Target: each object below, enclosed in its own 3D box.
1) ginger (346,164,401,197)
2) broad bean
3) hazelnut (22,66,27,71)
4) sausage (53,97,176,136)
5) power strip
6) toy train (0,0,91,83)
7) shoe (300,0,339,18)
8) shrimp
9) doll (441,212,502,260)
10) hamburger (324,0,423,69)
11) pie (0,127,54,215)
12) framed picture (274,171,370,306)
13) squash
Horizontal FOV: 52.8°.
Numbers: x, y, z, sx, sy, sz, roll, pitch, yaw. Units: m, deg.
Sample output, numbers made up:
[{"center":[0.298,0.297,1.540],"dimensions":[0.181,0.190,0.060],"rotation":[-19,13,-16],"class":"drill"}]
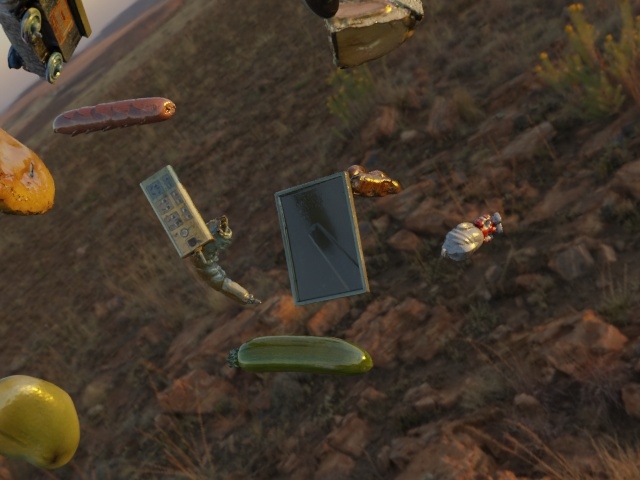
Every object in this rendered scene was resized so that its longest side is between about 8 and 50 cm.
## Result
[{"center":[0.133,-0.154,1.750],"dimensions":[0.103,0.162,0.073],"rotation":[54,130,51],"class":"ginger"},{"center":[-0.664,0.419,1.485],"dimensions":[0.121,0.263,0.189],"rotation":[22,64,47],"class":"broad bean"},{"center":[-0.683,-0.440,1.545],"dimensions":[0.086,0.086,0.086],"rotation":[-29,26,16],"class":"hazelnut"},{"center":[-0.643,-0.378,1.968],"dimensions":[0.433,0.088,0.088],"rotation":[-6,34,16],"class":"sausage"},{"center":[-0.342,-0.056,1.568],"dimensions":[0.092,0.268,0.034],"rotation":[-32,-9,4],"class":"power strip"},{"center":[-0.610,-0.481,1.388],"dimensions":[0.299,0.131,0.202],"rotation":[120,171,-72],"class":"toy train"},{"center":[0.003,-0.449,1.114],"dimensions":[0.071,0.169,0.099],"rotation":[-32,48,-5],"class":"shoe"},{"center":[-0.297,0.070,1.861],"dimensions":[0.185,0.287,0.068],"rotation":[-3,25,34],"class":"shrimp"},{"center":[0.344,-0.007,1.471],"dimensions":[0.180,0.094,0.079],"rotation":[-27,33,-18],"class":"doll"},{"center":[0.113,-0.462,1.381],"dimensions":[0.208,0.155,0.135],"rotation":[-15,61,5],"class":"hamburger"},{"center":[-0.549,-0.147,1.052],"dimensions":[0.069,0.273,0.273],"rotation":[-40,24,3],"class":"pie"},{"center":[0.000,0.000,1.712],"dimensions":[0.240,0.324,0.020],"rotation":[-15,-8,32],"class":"framed picture"},{"center":[-0.039,0.197,1.110],"dimensions":[0.258,0.069,0.069],"rotation":[0,35,10],"class":"squash"}]
